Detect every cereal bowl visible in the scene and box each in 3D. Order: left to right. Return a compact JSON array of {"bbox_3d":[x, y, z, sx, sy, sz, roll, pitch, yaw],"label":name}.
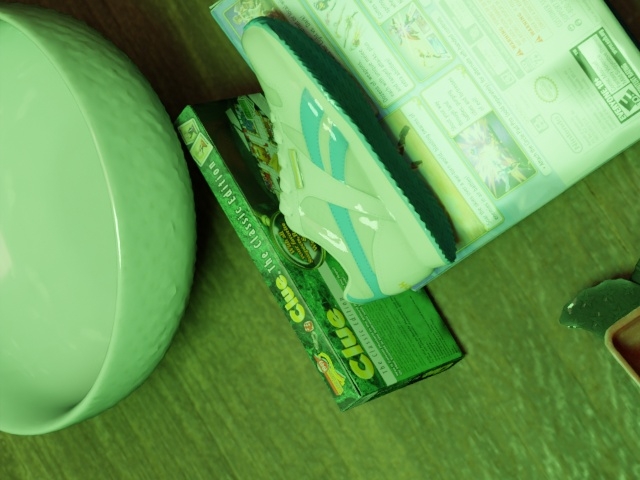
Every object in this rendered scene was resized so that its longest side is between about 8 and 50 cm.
[{"bbox_3d":[-0.213,-0.023,1.324,0.339,0.141,0.339,11,106,42],"label":"cereal bowl"}]

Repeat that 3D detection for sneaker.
[{"bbox_3d":[0.002,-0.059,1.208,0.092,0.087,0.229,-32,92,19],"label":"sneaker"},{"bbox_3d":[0.268,0.067,1.219,0.170,0.051,0.089,33,99,24],"label":"sneaker"}]

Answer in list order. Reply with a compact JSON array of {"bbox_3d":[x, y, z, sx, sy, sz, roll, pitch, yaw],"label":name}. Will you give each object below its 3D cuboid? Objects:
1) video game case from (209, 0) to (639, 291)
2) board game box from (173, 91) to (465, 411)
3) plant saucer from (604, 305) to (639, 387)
[{"bbox_3d":[0.093,-0.139,1.247,0.244,0.061,0.269,-35,93,16],"label":"video game case"},{"bbox_3d":[0.000,0.000,1.276,0.030,0.136,0.260,-41,73,36],"label":"board game box"},{"bbox_3d":[0.362,0.105,1.121,0.258,0.048,0.259,-32,71,-18],"label":"plant saucer"}]
